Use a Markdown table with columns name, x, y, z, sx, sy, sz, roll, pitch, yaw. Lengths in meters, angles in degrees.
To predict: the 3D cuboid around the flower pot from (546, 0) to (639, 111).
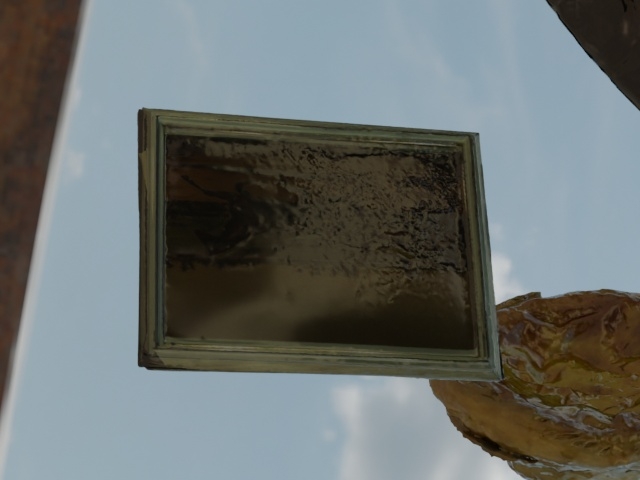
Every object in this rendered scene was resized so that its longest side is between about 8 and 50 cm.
| name | x | y | z | sx | sy | sz | roll | pitch | yaw |
| --- | --- | --- | --- | --- | --- | --- | --- | --- | --- |
| flower pot | 0.281 | -0.166 | 0.847 | 0.267 | 0.266 | 0.266 | -46 | -147 | 24 |

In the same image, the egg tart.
| name | x | y | z | sx | sy | sz | roll | pitch | yaw |
| --- | --- | --- | --- | --- | --- | --- | --- | --- | --- |
| egg tart | 0.276 | 0.164 | 1.709 | 0.341 | 0.341 | 0.129 | -126 | -149 | -63 |

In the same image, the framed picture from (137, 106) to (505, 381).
| name | x | y | z | sx | sy | sz | roll | pitch | yaw |
| --- | --- | --- | --- | --- | --- | --- | --- | --- | --- |
| framed picture | 0.000 | 0.000 | 1.152 | 0.014 | 0.252 | 0.197 | 117 | -27 | -62 |
